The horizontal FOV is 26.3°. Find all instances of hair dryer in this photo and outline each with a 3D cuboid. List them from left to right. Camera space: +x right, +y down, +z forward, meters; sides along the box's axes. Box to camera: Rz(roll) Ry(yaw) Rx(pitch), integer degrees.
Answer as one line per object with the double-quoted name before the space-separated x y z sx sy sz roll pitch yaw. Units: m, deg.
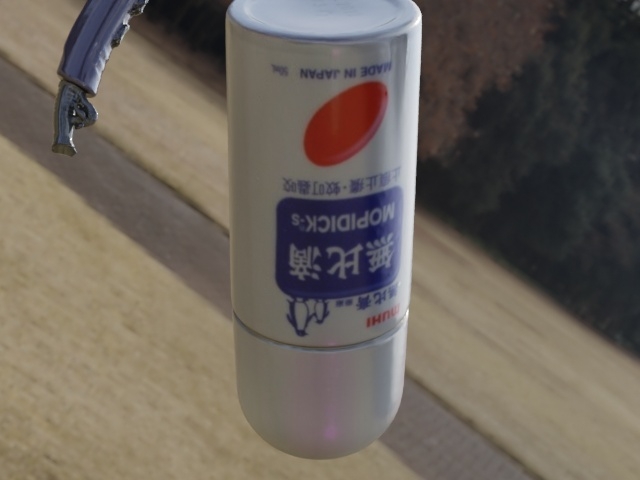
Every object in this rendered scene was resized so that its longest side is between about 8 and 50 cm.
"hair dryer" -0.179 -0.236 1.500 0.301 0.361 0.121 30 -10 9

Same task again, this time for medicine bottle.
"medicine bottle" 0.000 0.000 0.960 0.130 0.340 0.130 1 28 -1
